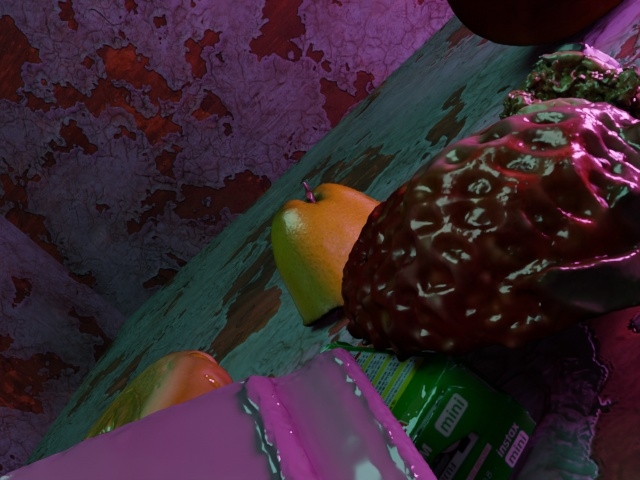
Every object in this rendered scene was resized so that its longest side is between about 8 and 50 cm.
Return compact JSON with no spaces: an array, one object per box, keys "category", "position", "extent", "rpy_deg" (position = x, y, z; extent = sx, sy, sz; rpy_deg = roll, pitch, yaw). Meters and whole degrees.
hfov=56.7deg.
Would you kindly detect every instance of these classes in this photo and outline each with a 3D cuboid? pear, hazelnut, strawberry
[{"category":"pear","position":[0.000,-0.001,1.010],"extent":[0.267,0.178,0.267],"rpy_deg":[-47,11,12]},{"category":"hazelnut","position":[0.394,-0.530,1.007],"extent":[0.409,0.359,0.359],"rpy_deg":[-33,17,14]},{"category":"strawberry","position":[0.129,-0.010,0.515],"extent":[0.265,0.149,0.336],"rpy_deg":[-24,3,-37]}]

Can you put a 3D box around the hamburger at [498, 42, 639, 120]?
[{"category":"hamburger","position":[0.257,-0.107,0.603],"extent":[0.131,0.159,0.185],"rpy_deg":[-51,-5,-34]}]

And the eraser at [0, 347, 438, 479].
[{"category":"eraser","position":[-0.034,0.223,0.229],"extent":[0.272,0.123,0.359],"rpy_deg":[-18,30,-13]}]

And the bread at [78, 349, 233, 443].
[{"category":"bread","position":[-0.239,0.306,0.879],"extent":[0.333,0.160,0.333],"rpy_deg":[-41,17,16]}]

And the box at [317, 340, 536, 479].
[{"category":"box","position":[0.046,0.182,0.530],"extent":[0.180,0.103,0.250],"rpy_deg":[-52,14,-20]}]
